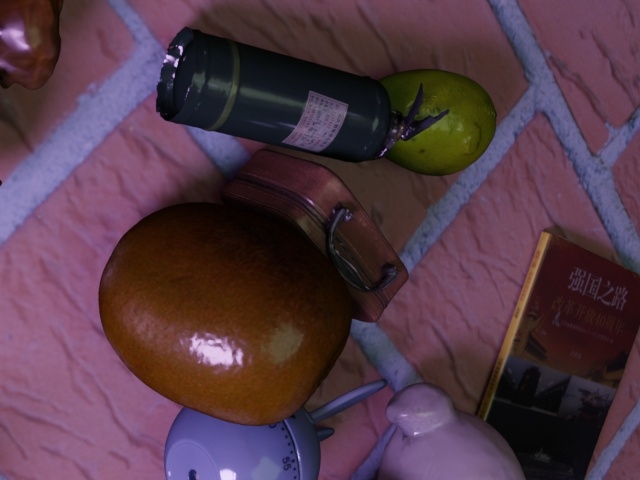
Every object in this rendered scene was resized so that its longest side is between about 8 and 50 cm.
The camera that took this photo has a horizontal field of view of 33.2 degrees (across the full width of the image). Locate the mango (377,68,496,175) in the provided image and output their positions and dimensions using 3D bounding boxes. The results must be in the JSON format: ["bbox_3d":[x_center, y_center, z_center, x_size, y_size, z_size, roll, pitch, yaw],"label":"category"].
[{"bbox_3d":[0.118,-0.130,1.189,0.178,0.100,0.119,4,104,-29],"label":"mango"}]

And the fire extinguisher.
[{"bbox_3d":[-0.011,-0.131,1.060,0.294,0.093,0.118,10,130,-30],"label":"fire extinguisher"}]

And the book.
[{"bbox_3d":[0.328,0.197,1.496,0.263,0.028,0.373,21,89,-39],"label":"book"}]

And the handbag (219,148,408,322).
[{"bbox_3d":[0.000,0.000,1.093,0.072,0.151,0.193,-50,128,-20],"label":"handbag"}]

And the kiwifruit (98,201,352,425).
[{"bbox_3d":[-0.092,0.063,0.991,0.196,0.234,0.196,-56,163,-26],"label":"kiwifruit"}]

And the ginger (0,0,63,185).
[{"bbox_3d":[-0.342,-0.135,0.785,0.274,0.152,0.357,31,82,-52],"label":"ginger"}]

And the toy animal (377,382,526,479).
[{"bbox_3d":[0.070,0.321,1.191,0.368,0.196,0.241,-29,104,-43],"label":"toy animal"}]

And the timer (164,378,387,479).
[{"bbox_3d":[-0.059,0.196,1.122,0.255,0.175,0.175,-49,132,-53],"label":"timer"}]
